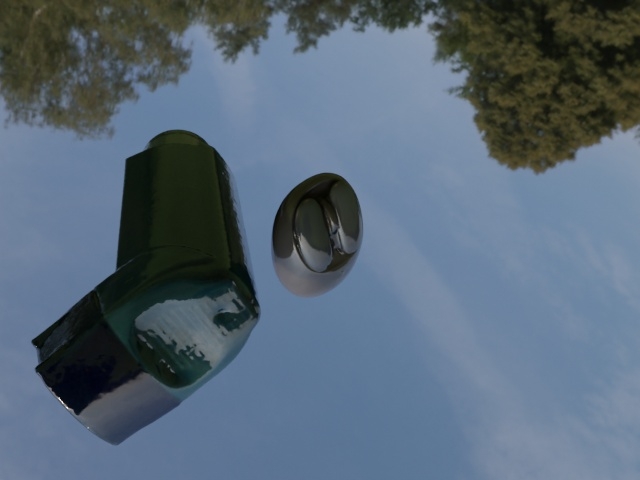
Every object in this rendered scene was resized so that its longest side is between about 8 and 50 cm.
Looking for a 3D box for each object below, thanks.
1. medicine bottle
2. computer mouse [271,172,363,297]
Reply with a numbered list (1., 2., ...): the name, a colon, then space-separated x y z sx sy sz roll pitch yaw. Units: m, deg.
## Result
1. medicine bottle: -0.109 0.007 0.476 0.079 0.124 0.258 56 -170 -33
2. computer mouse: 0.001 0.002 0.455 0.066 0.096 0.039 -30 -122 -27
